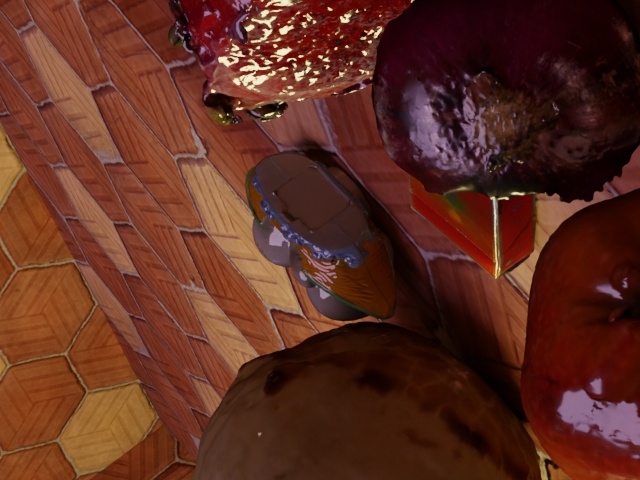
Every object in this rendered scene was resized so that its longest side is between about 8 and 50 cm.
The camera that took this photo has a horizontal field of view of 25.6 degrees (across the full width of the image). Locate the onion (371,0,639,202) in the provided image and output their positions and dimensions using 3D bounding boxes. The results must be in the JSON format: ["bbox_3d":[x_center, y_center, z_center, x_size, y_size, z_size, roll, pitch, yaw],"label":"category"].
[{"bbox_3d":[0.117,-0.119,0.885,0.198,0.173,0.135,-86,-9,-60],"label":"onion"}]

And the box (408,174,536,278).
[{"bbox_3d":[0.119,-0.061,1.121,0.112,0.048,0.175,42,159,30],"label":"box"}]

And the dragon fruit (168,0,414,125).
[{"bbox_3d":[-0.004,-0.174,0.945,0.282,0.211,0.147,-45,68,44],"label":"dragon fruit"}]

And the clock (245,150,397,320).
[{"bbox_3d":[0.000,0.000,1.469,0.231,0.103,0.144,48,164,28],"label":"clock"}]

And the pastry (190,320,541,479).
[{"bbox_3d":[0.060,0.257,1.441,0.388,0.312,0.388,38,177,2],"label":"pastry"}]

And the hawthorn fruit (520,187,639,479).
[{"bbox_3d":[0.227,0.083,0.869,0.211,0.211,0.299,46,168,26],"label":"hawthorn fruit"}]
